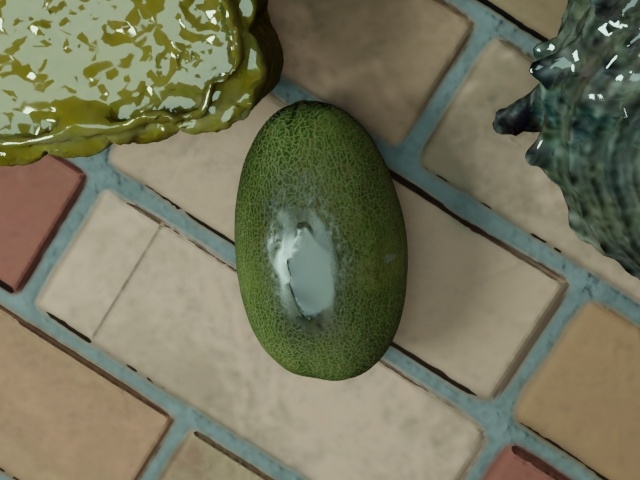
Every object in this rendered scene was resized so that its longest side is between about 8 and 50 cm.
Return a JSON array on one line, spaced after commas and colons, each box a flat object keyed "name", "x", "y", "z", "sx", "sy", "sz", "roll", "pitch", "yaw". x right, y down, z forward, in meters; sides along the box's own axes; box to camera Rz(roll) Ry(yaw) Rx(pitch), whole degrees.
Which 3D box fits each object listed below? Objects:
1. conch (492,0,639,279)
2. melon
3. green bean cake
[{"name": "conch", "x": 0.235, "y": -0.071, "z": 0.962, "sx": 0.240, "sy": 0.186, "sz": 0.313, "roll": -37, "pitch": 104, "yaw": 5}, {"name": "melon", "x": 0.000, "y": 0.000, "z": 1.042, "sx": 0.099, "sy": 0.099, "sz": 0.162, "roll": -4, "pitch": 96, "yaw": 6}, {"name": "green bean cake", "x": -0.144, "y": -0.165, "z": 1.018, "sx": 0.224, "sy": 0.131, "sz": 0.230, "roll": -6, "pitch": 100, "yaw": 9}]
